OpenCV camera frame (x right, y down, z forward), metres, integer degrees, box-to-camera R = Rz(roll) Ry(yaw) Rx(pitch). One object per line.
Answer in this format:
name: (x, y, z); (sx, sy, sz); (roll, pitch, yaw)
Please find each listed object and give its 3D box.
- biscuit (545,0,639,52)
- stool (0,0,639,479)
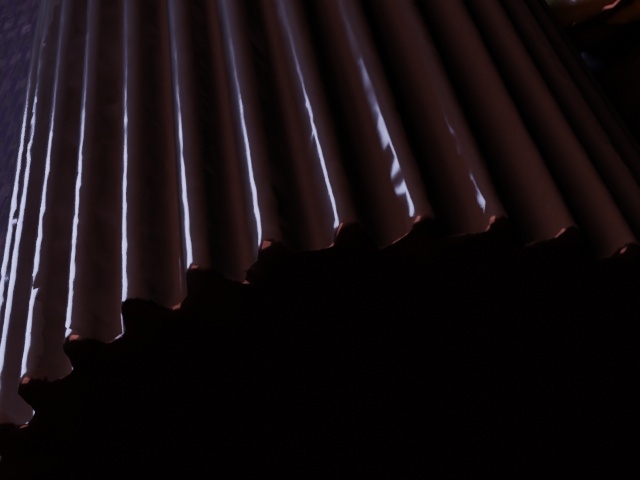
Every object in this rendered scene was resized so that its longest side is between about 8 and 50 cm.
biscuit: (0.180, -0.231, 0.792); (0.187, 0.036, 0.273); (-26, 48, 43)
stool: (0.000, 0.000, 0.659); (0.297, 0.297, 0.330); (-45, 34, 25)
